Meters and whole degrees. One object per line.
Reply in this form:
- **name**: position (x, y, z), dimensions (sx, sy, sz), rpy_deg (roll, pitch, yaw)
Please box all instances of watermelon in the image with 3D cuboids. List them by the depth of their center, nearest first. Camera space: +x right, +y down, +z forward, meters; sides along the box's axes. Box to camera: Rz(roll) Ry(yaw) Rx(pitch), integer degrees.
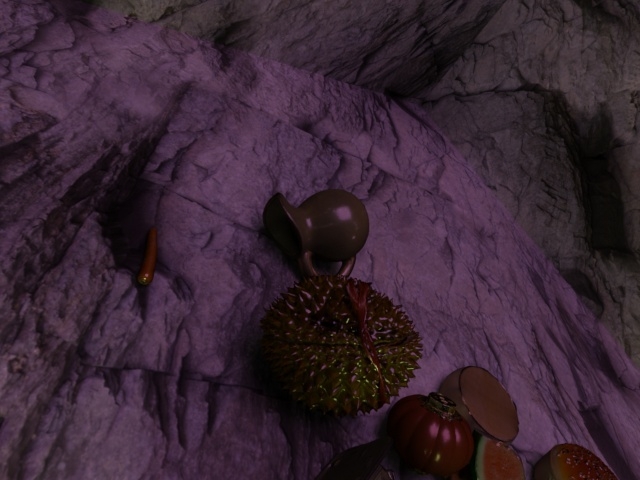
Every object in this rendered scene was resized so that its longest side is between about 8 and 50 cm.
- **watermelon**: position (0.437, 0.603, 1.179), dimensions (0.128, 0.146, 0.231), rpy_deg (-6, 83, -11)

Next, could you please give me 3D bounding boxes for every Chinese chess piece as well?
- **Chinese chess piece**: position (0.491, 0.518, 1.393), dimensions (0.257, 0.104, 0.257), rpy_deg (24, 38, -21)

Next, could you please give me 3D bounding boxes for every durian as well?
- **durian**: position (0.051, 0.248, 1.079), dimensions (0.384, 0.347, 0.347), rpy_deg (9, 28, 22)

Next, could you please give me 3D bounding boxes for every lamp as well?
- **lamp**: position (0.278, 0.494, 1.151), dimensions (0.223, 0.196, 0.223), rpy_deg (21, 5, -2)

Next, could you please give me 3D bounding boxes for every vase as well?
- **vase**: position (0.000, 0.000, 1.437), dimensions (0.302, 0.241, 0.329), rpy_deg (-8, 82, -32)

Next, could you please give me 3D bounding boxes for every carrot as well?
- **carrot**: position (-0.432, 0.036, 1.138), dimensions (0.037, 0.037, 0.190), rpy_deg (20, 37, -26)

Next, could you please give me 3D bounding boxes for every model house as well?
- **model house**: position (0.116, 0.592, 0.917), dimensions (0.218, 0.205, 0.278), rpy_deg (-24, 77, -51)

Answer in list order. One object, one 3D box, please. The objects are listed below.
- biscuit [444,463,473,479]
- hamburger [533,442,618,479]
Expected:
- **biscuit**: position (0.404, 0.671, 1.173), dimensions (0.238, 0.041, 0.212), rpy_deg (48, 19, 3)
- **hamburger**: position (0.794, 0.763, 1.346), dimensions (0.300, 0.176, 0.300), rpy_deg (24, 38, -20)
